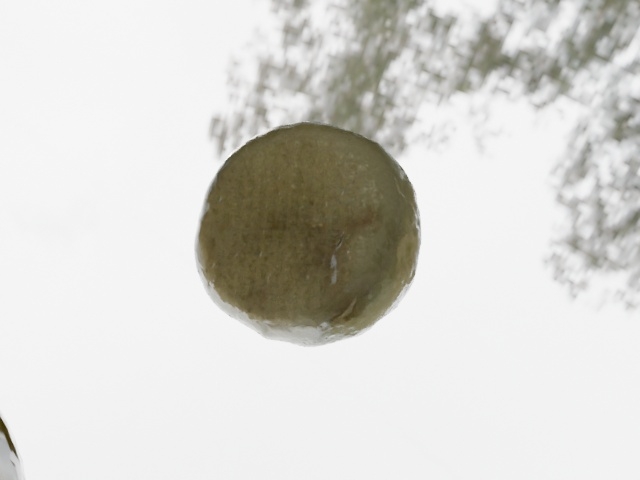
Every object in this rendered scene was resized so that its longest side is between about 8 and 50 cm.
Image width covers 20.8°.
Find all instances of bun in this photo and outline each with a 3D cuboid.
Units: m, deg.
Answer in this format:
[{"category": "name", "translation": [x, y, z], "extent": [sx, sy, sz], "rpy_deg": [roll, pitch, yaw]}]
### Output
[{"category": "bun", "translation": [0.000, 0.000, 0.632], "extent": [0.086, 0.055, 0.086], "rpy_deg": [-9, -111, 25]}]

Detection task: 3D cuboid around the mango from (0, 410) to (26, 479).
[{"category": "mango", "translation": [-0.194, 0.079, 0.238], "extent": [0.332, 0.142, 0.195], "rpy_deg": [16, -108, -37]}]
